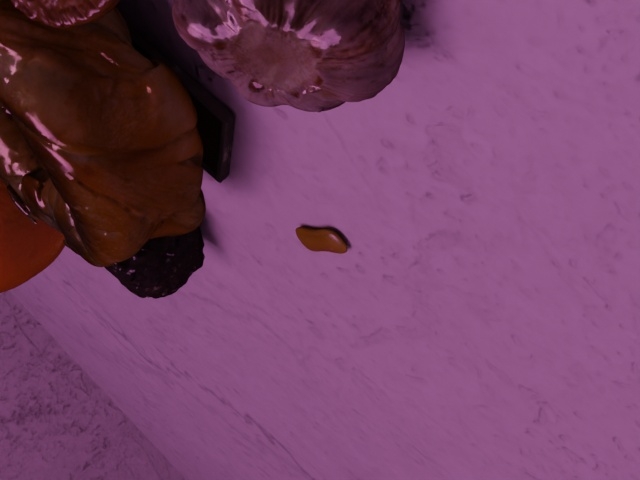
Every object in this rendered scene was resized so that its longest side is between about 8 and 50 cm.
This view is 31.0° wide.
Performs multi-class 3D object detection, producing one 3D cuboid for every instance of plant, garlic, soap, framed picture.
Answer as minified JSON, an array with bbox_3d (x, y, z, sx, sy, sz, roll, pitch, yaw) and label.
[{"bbox_3d":[-0.226,-0.020,1.420,0.142,0.131,0.203,36,168,25],"label":"plant"},{"bbox_3d":[-0.015,-0.155,0.784,0.159,0.102,0.147,2,138,28],"label":"garlic"},{"bbox_3d":[0.000,0.000,1.195,0.034,0.012,0.089,52,159,-20],"label":"soap"},{"bbox_3d":[-0.170,-0.158,1.206,0.203,0.015,0.150,41,160,9],"label":"framed picture"}]

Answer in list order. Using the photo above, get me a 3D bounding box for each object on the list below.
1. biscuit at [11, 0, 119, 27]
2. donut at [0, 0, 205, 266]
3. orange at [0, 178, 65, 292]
[{"bbox_3d":[-0.219,-0.268,0.940,0.188,0.027,0.188,14,117,30],"label":"biscuit"},{"bbox_3d":[-0.252,-0.131,1.160,0.360,0.170,0.360,43,159,22],"label":"donut"},{"bbox_3d":[-0.482,-0.072,1.568,0.312,0.312,0.312,38,159,17],"label":"orange"}]
